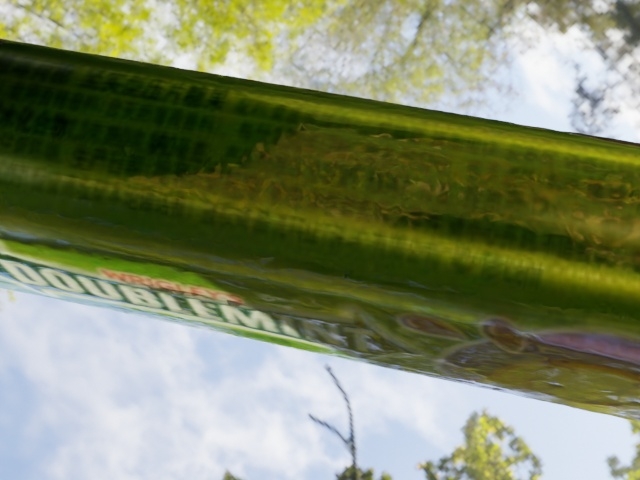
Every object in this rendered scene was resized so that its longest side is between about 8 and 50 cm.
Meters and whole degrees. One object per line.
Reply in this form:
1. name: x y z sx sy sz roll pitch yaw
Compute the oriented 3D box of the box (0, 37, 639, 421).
1. box: 0.000 0.000 0.391 0.346 0.134 0.097 11 -106 8
